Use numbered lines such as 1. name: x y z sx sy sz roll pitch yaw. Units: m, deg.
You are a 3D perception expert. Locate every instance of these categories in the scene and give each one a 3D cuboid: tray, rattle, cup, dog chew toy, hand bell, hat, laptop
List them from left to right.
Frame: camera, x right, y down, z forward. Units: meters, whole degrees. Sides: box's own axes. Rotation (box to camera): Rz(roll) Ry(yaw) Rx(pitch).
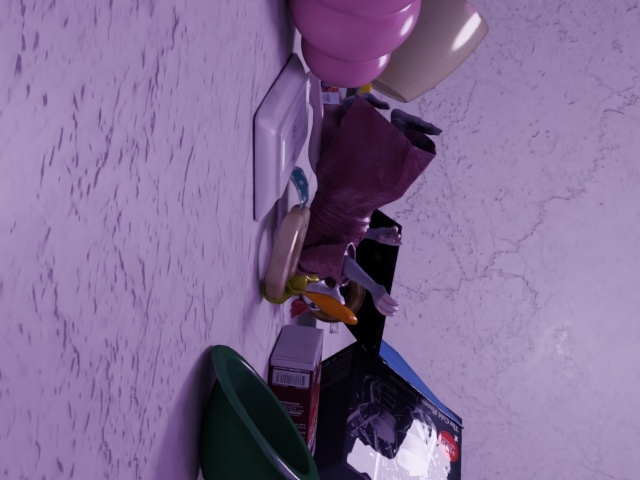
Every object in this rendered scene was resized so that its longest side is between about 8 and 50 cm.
1. hat: -0.118 0.244 0.818 0.209 0.183 0.173 54 3 -4
2. tray: -0.047 -0.146 1.053 0.270 0.030 0.145 -73 168 -59
3. rattle: 0.000 0.000 1.095 0.130 0.142 0.200 69 34 -52
4. hand bell: 0.011 0.088 1.608 0.242 0.126 0.126 -151 -113 -83
5. dog chew toy: 0.048 -0.333 1.020 0.332 0.206 0.207 101 -1 -58
6. laptop: 0.161 0.125 1.651 0.382 0.236 0.408 -135 -128 -67
7. cup: 0.191 -0.468 1.838 0.237 0.331 0.331 -60 175 4

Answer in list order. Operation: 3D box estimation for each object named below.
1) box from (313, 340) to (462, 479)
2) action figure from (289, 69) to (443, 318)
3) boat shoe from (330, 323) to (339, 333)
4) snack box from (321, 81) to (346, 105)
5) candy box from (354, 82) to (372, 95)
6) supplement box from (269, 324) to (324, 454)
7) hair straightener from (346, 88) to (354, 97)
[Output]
1. box: 0.124 0.446 1.641 0.179 0.343 0.313 -35 -153 35
2. action figure: 0.025 -0.044 1.206 0.370 0.275 0.248 -61 -172 9
3. boat shoe: 0.051 0.225 2.252 0.035 0.035 0.100 88 11 -52
4. snack box: 0.028 -0.302 1.538 0.141 0.037 0.100 77 19 -71
5. candy box: 0.070 -0.263 1.733 0.105 0.027 0.206 -99 -156 -62
6. supplement box: -0.043 0.276 1.294 0.130 0.073 0.240 -68 164 -69
7. hair straightener: 0.041 -0.274 1.657 0.089 0.047 0.231 119 -15 -77
